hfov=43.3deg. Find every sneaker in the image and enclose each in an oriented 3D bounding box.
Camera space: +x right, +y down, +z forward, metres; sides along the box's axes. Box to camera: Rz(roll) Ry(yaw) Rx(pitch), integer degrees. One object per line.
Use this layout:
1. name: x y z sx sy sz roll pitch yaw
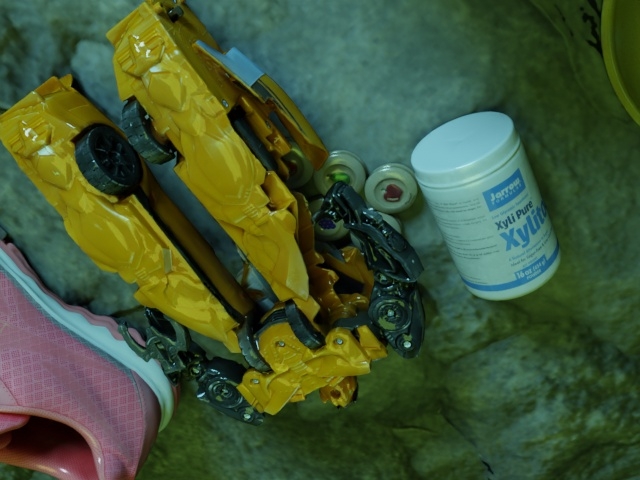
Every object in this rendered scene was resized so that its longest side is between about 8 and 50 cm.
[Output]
1. sneaker: -0.247 0.081 0.588 0.314 0.136 0.116 33 120 -15

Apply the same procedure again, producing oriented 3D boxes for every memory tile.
1. memory tile: 0.000 0.000 0.583 0.113 0.012 0.148 14 124 -3

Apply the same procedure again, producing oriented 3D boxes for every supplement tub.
1. supplement tub: 0.109 -0.021 0.524 0.071 0.071 0.107 -19 120 18

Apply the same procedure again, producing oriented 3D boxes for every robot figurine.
1. robot figurine: -0.060 -0.005 0.530 0.211 0.085 0.291 -28 112 25

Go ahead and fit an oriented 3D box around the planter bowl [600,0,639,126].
1. planter bowl: 0.272 -0.116 0.433 0.217 0.090 0.217 2 123 4
